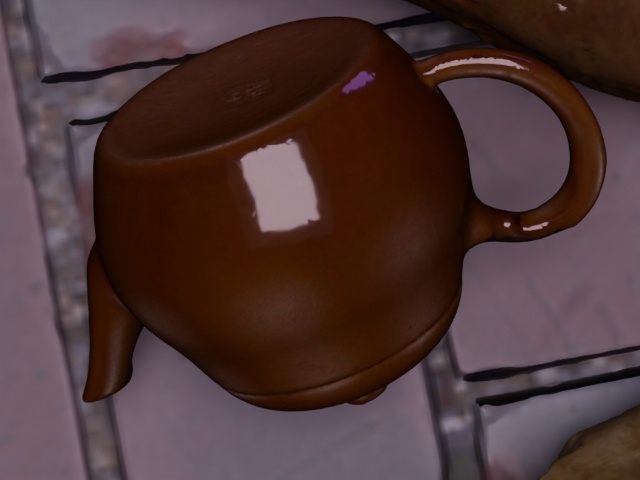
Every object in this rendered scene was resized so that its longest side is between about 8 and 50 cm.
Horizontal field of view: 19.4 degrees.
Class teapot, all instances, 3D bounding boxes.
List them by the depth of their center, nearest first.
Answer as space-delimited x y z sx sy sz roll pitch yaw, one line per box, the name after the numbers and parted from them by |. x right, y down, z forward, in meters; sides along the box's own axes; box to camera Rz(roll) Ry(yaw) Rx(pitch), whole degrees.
0.000 0.000 0.545 0.173 0.116 0.116 -20 90 8 | teapot

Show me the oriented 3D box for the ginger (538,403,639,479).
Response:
0.085 0.117 0.551 0.294 0.086 0.131 -36 49 -8 | ginger

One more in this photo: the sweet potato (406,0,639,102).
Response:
0.062 -0.102 0.554 0.354 0.095 0.106 14 44 -4 | sweet potato
